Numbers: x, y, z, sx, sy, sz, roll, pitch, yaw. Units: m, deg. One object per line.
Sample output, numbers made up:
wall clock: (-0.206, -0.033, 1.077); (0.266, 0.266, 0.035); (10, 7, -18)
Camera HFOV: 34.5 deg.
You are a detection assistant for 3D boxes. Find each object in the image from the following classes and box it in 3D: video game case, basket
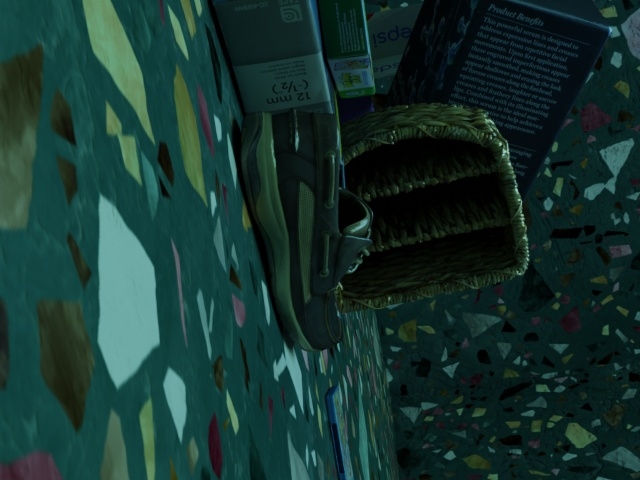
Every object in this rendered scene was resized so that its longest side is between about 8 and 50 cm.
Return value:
video game case: (0.032, 0.325, 1.669); (0.119, 0.015, 0.166); (4, 77, -86)
basket: (0.133, -0.060, 1.488); (0.223, 0.299, 0.214); (-95, 173, -55)

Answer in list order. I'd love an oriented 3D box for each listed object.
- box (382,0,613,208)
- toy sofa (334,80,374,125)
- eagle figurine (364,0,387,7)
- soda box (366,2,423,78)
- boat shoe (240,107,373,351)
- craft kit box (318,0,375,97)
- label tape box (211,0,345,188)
box: (0.260, -0.258, 1.673); (0.294, 0.211, 0.396); (-93, -159, -55)
toy sofa: (0.025, -0.217, 1.855); (0.362, 0.150, 0.177); (66, 14, -72)
eagle figurine: (0.061, -0.411, 1.544); (0.226, 0.298, 0.225); (60, 30, -2)
soda box: (0.077, -0.359, 1.926); (0.091, 0.286, 0.098); (59, 21, -74)
boat shoe: (0.000, 0.000, 1.216); (0.132, 0.130, 0.355); (-94, 173, -46)
craft kit box: (0.026, -0.323, 1.291); (0.246, 0.060, 0.250); (19, 64, -82)
label tape box: (-0.047, -0.245, 1.289); (0.348, 0.115, 0.249); (79, 4, -50)
